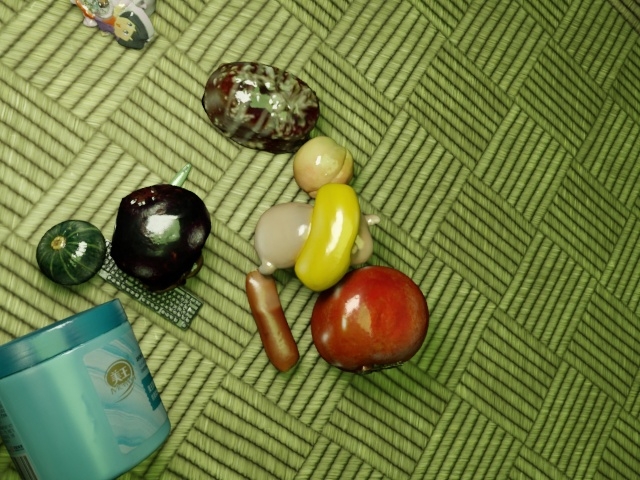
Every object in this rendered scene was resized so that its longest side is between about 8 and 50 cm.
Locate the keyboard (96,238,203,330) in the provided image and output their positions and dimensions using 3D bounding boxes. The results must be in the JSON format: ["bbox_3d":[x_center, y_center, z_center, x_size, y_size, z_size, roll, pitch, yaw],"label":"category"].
[{"bbox_3d":[-0.466,0.122,1.465,0.309,0.018,0.101,37,72,-14],"label":"keyboard"}]

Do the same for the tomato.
[{"bbox_3d":[0.138,0.228,1.556,0.325,0.293,0.290,-3,71,-16],"label":"tomato"}]

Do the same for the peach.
[{"bbox_3d":[0.007,-0.206,1.601,0.184,0.184,0.184,2,84,-21],"label":"peach"}]

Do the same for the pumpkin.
[{"bbox_3d":[-0.611,0.029,1.355,0.167,0.167,0.125,-53,144,-17],"label":"pumpkin"}]

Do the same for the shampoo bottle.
[{"bbox_3d":[-0.552,0.352,1.243,0.331,0.331,0.343,-23,94,-22],"label":"shampoo bottle"}]

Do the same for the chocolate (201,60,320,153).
[{"bbox_3d":[-0.151,-0.382,1.536,0.340,0.210,0.225,20,80,-18],"label":"chocolate"}]

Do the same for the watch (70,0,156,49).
[{"bbox_3d":[-0.521,-0.663,1.462,0.244,0.196,0.231,31,54,-16],"label":"watch"}]

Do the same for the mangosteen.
[{"bbox_3d":[-0.402,0.000,1.379,0.233,0.287,0.288,5,83,-22],"label":"mangosteen"}]

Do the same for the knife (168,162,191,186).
[{"bbox_3d":[-0.442,-0.097,1.496,0.043,0.020,0.293,37,75,-22],"label":"knife"}]

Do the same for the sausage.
[{"bbox_3d":[-0.140,0.225,1.548,0.089,0.083,0.300,-18,89,-15],"label":"sausage"}]

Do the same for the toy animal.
[{"bbox_3d":[0.000,0.022,1.531,0.247,0.345,0.278,27,49,-60],"label":"toy animal"}]
